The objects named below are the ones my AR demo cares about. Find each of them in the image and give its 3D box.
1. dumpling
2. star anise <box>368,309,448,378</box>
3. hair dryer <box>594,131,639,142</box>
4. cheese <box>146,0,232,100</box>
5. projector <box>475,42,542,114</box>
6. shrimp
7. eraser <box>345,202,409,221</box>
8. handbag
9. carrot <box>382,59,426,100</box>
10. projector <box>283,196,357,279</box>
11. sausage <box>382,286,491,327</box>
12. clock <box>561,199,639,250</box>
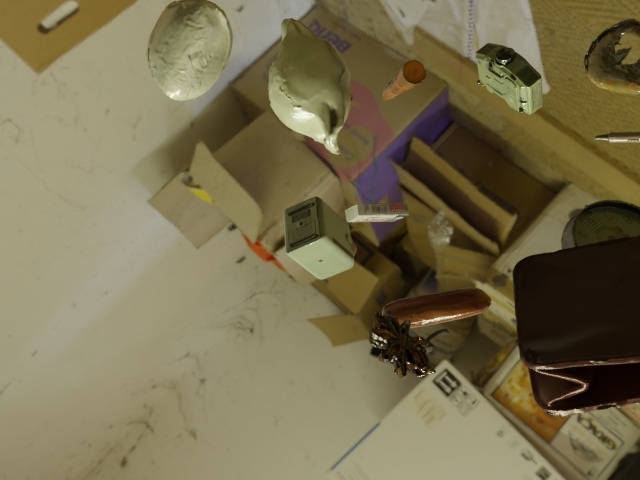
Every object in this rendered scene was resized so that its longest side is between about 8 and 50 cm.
[{"bbox_3d":[-0.019,-0.262,1.010,0.193,0.147,0.258,94,153,-75],"label":"dumpling"},{"bbox_3d":[0.200,0.233,1.215,0.234,0.073,0.177,16,-142,-19],"label":"star anise"},{"bbox_3d":[1.020,-0.356,1.824,0.221,0.053,0.195,16,139,20],"label":"hair dryer"},{"bbox_3d":[-0.263,-0.393,1.144,0.154,0.198,0.189,17,-158,-38],"label":"cheese"},{"bbox_3d":[0.636,-0.560,1.926,0.269,0.088,0.193,53,178,38],"label":"projector"},{"bbox_3d":[0.743,-0.434,1.339,0.058,0.173,0.253,0,-161,-31],"label":"shrimp"},{"bbox_3d":[0.113,-0.055,1.121,0.052,0.122,0.029,-26,69,59],"label":"eraser"},{"bbox_3d":[0.380,0.083,0.683,0.084,0.276,0.260,65,-155,-20],"label":"handbag"},{"bbox_3d":[0.190,-0.379,1.372,0.057,0.057,0.224,45,172,-8],"label":"carrot"},{"bbox_3d":[0.000,0.000,1.818,0.242,0.163,0.177,40,-144,-44],"label":"projector"},{"bbox_3d":[0.307,0.182,1.523,0.089,0.300,0.083,-29,-77,-69],"label":"sausage"},{"bbox_3d":[0.802,0.028,1.500,0.312,0.313,0.061,42,153,18],"label":"clock"}]
